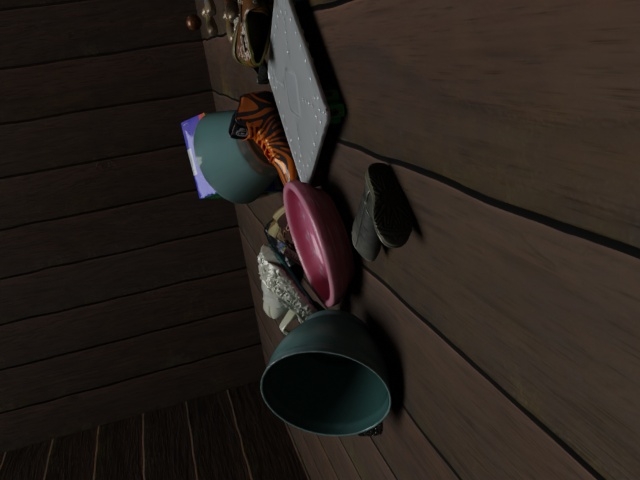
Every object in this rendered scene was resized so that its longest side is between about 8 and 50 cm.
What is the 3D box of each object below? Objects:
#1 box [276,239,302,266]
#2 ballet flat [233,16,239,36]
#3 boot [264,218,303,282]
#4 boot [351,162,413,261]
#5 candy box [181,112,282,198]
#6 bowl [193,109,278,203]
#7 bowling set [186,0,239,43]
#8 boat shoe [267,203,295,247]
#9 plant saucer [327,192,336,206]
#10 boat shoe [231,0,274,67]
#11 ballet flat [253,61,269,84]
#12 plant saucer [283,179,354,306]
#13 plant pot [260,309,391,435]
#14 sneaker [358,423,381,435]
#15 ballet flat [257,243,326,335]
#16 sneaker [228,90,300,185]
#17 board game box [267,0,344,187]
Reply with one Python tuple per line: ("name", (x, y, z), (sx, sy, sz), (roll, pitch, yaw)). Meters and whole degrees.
("box", (-0.067, 0.054, 1.802), (0.137, 0.027, 0.094), (36, -179, -22))
("ballet flat", (-0.247, -0.665, 1.875), (0.077, 0.091, 0.241), (62, 168, 0))
("boot", (-0.138, 0.048, 2.117), (0.246, 0.094, 0.207), (112, 139, -57))
("boot", (0.105, -0.019, 1.111), (0.208, 0.076, 0.189), (109, 161, -54))
("candy box", (-0.294, -0.280, 2.007), (0.122, 0.317, 0.268), (-18, 85, 34))
("bowl", (-0.226, -0.285, 1.852), (0.163, 0.312, 0.311), (-18, 83, 35))
("bowling set", (-0.389, -0.840, 2.113), (0.287, 0.200, 0.154), (112, 144, -61))
("boat shoe", (-0.071, -0.052, 1.771), (0.123, 0.123, 0.342), (46, 157, 3))
("plant saucer", (0.027, -0.079, 1.504), (0.083, 0.013, 0.083), (168, 90, -76))
("boat shoe", (-0.161, -0.609, 1.543), (0.104, 0.111, 0.307), (35, 126, 54))
("ballet flat", (-0.200, -0.553, 1.901), (0.173, 0.049, 0.057), (-119, 21, -49))
("plant saucer", (0.000, 0.000, 1.490), (0.332, 0.084, 0.332), (161, 90, -78))
("plant pot", (0.025, 0.288, 1.383), (0.196, 0.293, 0.293), (-76, -14, -52))
("sneaker", (0.127, 0.448, 1.538), (0.073, 0.064, 0.162), (-91, 3, -55))
("ballet flat", (-0.066, 0.181, 1.547), (0.409, 0.147, 0.147), (52, -176, -38))
("sneaker", (-0.166, -0.281, 1.701), (0.124, 0.180, 0.321), (-44, 59, 56))
("board game box", (-0.047, -0.369, 1.452), (0.390, 0.050, 0.389), (113, 142, -68))
